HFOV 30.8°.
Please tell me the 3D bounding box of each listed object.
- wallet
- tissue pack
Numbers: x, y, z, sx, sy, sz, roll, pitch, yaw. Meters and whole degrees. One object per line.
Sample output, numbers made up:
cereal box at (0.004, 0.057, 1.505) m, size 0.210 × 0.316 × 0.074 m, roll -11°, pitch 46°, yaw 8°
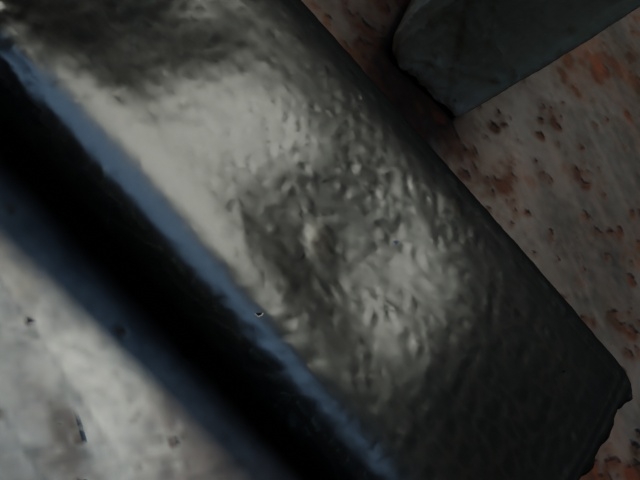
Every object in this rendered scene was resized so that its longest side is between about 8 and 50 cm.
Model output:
wallet at (0.000, 0.000, 0.496) m, size 0.321 × 0.044 × 0.170 m, roll 49°, pitch 45°, yaw -7°
tissue pack at (0.156, -0.218, 0.671) m, size 0.071 × 0.170 × 0.325 m, roll 42°, pitch 44°, yaw -15°
